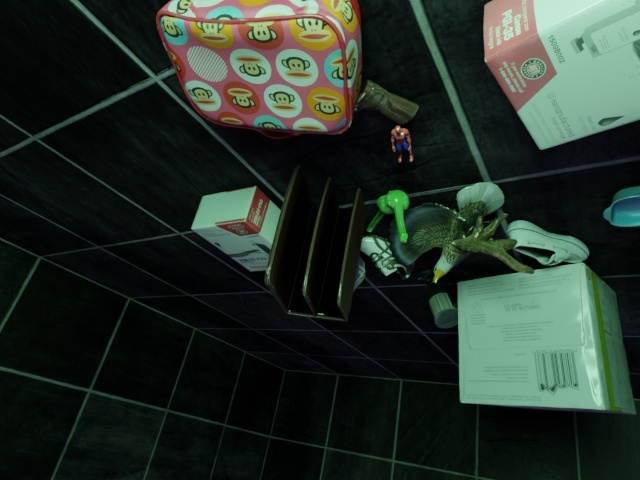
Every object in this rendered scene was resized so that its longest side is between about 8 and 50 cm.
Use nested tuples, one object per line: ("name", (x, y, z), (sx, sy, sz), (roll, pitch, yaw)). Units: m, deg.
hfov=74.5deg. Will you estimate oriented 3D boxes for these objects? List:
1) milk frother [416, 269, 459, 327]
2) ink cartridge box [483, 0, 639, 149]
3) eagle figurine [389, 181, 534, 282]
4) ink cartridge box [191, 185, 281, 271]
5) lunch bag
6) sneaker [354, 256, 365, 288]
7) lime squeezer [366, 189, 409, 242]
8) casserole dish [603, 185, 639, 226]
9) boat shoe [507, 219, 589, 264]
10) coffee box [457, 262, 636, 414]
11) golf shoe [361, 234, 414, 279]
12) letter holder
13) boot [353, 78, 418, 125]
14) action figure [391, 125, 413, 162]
("milk frother", (0.366, 0.175, 1.315), (0.143, 0.134, 0.129), (17, 122, -16))
("ink cartridge box", (0.378, -0.254, 0.510), (0.283, 0.117, 0.207), (-15, 142, 42))
("eagle figurine", (0.313, 0.002, 1.005), (0.226, 0.225, 0.298), (61, 175, -6))
("ink cartridge box", (-0.191, -0.021, 1.196), (0.197, 0.114, 0.273), (-6, 149, 31))
("lunch bag", (-0.080, -0.265, 0.668), (0.293, 0.120, 0.258), (9, 151, 13))
("sneaker", (0.072, 0.046, 1.177), (0.102, 0.282, 0.161), (2, 107, 10))
("lime squeezer", (0.168, -0.063, 0.994), (0.059, 0.109, 0.310), (-2, -175, -7))
("casserole dish", (0.666, -0.073, 0.825), (0.189, 0.037, 0.114), (-4, 149, 30))
("boat shoe", (0.548, 0.026, 1.019), (0.226, 0.075, 0.083), (17, 153, -10))
("coffee box", (0.614, 0.289, 1.167), (0.338, 0.338, 0.334), (-15, 152, 42))
("golf shoe", (0.179, 0.048, 1.200), (0.198, 0.093, 0.077), (19, 153, -9))
("letter holder", (0.000, 0.000, 0.951), (0.152, 0.301, 0.214), (5, 151, 15))
("boot", (0.107, -0.231, 0.763), (0.114, 0.037, 0.106), (18, 155, -21))
("action figure", (0.158, -0.186, 0.812), (0.038, 0.030, 0.115), (6, 161, 22))
